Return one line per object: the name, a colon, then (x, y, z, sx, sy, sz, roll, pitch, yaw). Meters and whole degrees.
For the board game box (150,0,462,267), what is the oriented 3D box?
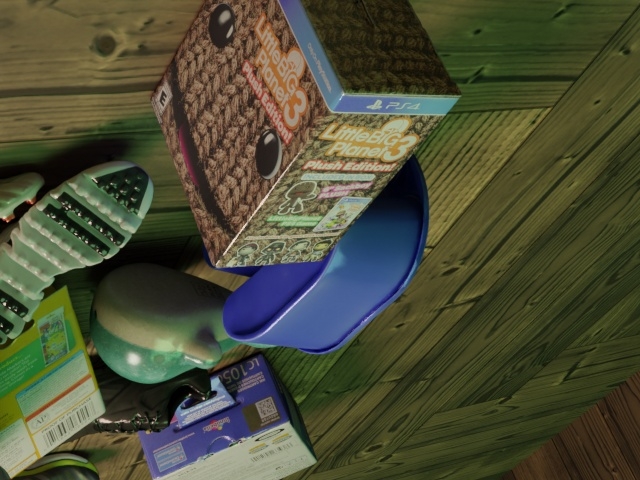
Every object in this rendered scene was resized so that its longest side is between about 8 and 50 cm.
board game box: (-0.029, -0.147, 1.190, 0.141, 0.232, 0.291, -4, 148, -36)

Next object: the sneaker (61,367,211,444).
sneaker: (-0.305, 0.258, 1.837, 0.286, 0.130, 0.109, -29, 158, -10)

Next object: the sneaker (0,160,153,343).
sneaker: (-0.322, -0.005, 1.378, 0.292, 0.118, 0.110, -37, 116, 12)

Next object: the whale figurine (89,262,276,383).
whale figurine: (-0.189, 0.126, 1.613, 0.272, 0.216, 0.141, 6, 116, -31)

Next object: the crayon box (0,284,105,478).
crayon box: (-0.419, 0.185, 1.575, 0.203, 0.083, 0.323, -35, 150, -24)

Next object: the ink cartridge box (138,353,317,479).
ink cartridge box: (-0.176, 0.361, 2.165, 0.270, 0.151, 0.395, -24, 157, -1)

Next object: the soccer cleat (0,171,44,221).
soccer cleat: (-0.404, -0.036, 1.292, 0.196, 0.076, 0.068, -31, -168, -17)

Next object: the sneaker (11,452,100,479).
sneaker: (-0.527, 0.464, 2.102, 0.300, 0.121, 0.111, 5, 143, -46)

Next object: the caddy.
caddy: (0.000, 0.000, 1.503, 0.179, 0.241, 0.341, 7, 142, -38)

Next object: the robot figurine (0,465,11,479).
robot figurine: (-0.504, 0.305, 1.419, 0.300, 0.200, 0.353, 0, 136, 26)
